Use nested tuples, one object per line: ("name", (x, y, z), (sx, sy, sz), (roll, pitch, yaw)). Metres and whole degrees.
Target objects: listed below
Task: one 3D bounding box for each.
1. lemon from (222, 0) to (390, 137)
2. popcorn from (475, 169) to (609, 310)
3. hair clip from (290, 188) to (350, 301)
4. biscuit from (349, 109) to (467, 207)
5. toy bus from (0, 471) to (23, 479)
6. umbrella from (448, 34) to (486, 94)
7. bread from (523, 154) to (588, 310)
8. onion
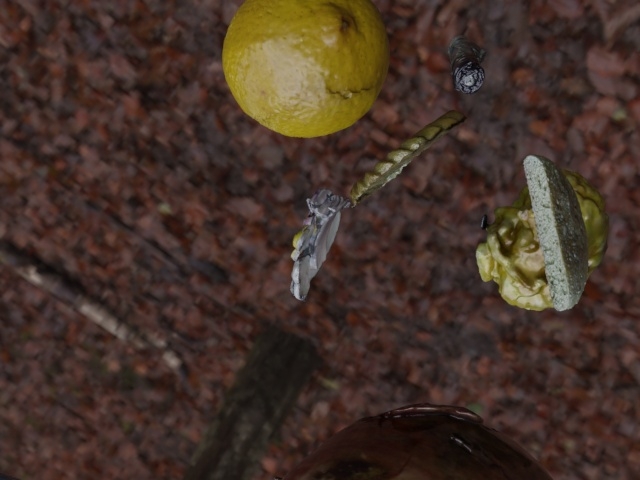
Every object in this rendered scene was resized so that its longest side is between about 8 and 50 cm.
("lemon", (-0.022, -0.301, 1.749), (0.293, 0.293, 0.293), (26, 155, 13))
("popcorn", (0.325, 0.000, 1.561), (0.169, 0.189, 0.218), (29, 119, 23))
("hair clip", (0.000, 0.000, 1.478), (0.049, 0.116, 0.172), (30, 141, 16))
("biscuit", (0.139, -0.143, 1.963), (0.036, 0.187, 0.273), (53, 131, 2))
("toy bus", (-0.414, 0.365, 1.092), (0.294, 0.232, 0.197), (-27, 141, 20))
("umbrella", (0.200, -0.241, 1.463), (0.050, 0.188, 0.046), (22, 112, -6))
("bread", (0.306, -0.014, 1.331), (0.036, 0.193, 0.112), (-12, 177, 34))
("onion", (0.062, 0.299, 0.865), (0.353, 0.353, 0.353), (26, 155, 13))
